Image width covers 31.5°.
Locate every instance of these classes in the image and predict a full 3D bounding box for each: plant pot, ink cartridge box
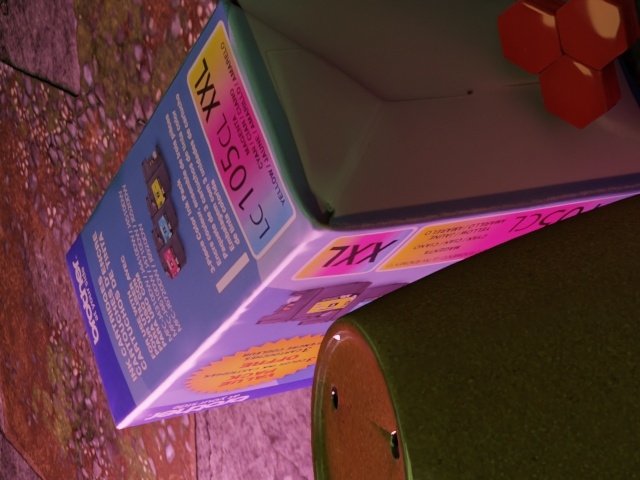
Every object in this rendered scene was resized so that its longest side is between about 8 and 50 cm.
[{"bbox_3d":[0.133,0.077,0.460,0.237,0.254,0.237,178,90,-73],"label":"plant pot"},{"bbox_3d":[0.000,0.000,0.780,0.395,0.270,0.151,-42,61,54],"label":"ink cartridge box"}]

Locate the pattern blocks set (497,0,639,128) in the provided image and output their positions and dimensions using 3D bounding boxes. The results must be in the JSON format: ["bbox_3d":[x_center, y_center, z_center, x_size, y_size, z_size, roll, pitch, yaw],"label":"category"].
[{"bbox_3d":[0.255,-0.062,0.530,0.325,0.026,0.285,50,141,8],"label":"pattern blocks set"}]
